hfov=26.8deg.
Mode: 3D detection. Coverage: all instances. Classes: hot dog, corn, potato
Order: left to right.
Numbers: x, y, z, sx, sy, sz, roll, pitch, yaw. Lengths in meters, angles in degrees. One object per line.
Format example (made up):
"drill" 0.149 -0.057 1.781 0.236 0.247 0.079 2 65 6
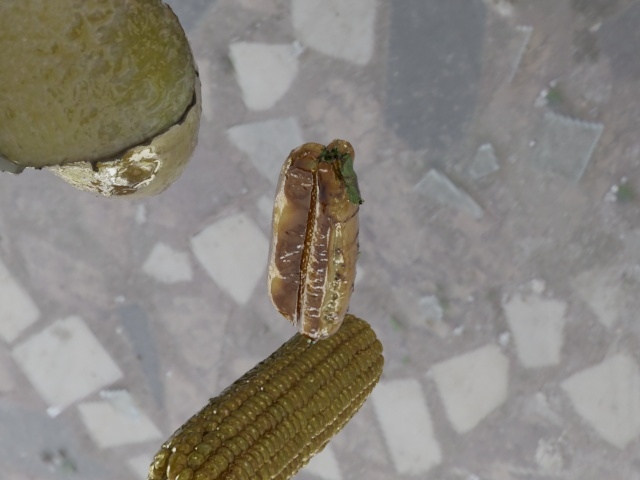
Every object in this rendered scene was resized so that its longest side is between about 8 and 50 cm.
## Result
"potato" -0.270 -0.191 1.645 0.301 0.237 0.288 -5 89 8
"corn" -0.031 0.108 0.791 0.068 0.207 0.068 17 125 27
"hot dog" 0.000 0.000 0.631 0.049 0.037 0.122 41 143 26

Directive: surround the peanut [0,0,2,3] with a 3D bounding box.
"peanut" -0.342 -0.323 1.157 0.149 0.149 0.313 11 135 25
